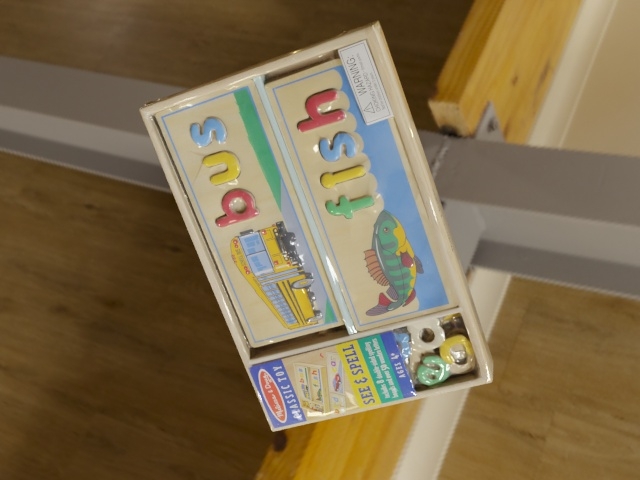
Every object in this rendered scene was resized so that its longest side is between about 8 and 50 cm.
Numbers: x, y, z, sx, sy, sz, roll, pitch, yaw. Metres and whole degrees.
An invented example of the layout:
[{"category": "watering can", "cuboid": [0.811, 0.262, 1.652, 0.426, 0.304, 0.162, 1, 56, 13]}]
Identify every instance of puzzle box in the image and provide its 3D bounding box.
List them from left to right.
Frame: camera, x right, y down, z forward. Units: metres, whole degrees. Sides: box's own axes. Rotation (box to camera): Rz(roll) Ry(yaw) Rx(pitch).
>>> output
[{"category": "puzzle box", "cuboid": [0.000, 0.000, 0.936, 0.272, 0.409, 0.052, -17, -164, 17]}]
